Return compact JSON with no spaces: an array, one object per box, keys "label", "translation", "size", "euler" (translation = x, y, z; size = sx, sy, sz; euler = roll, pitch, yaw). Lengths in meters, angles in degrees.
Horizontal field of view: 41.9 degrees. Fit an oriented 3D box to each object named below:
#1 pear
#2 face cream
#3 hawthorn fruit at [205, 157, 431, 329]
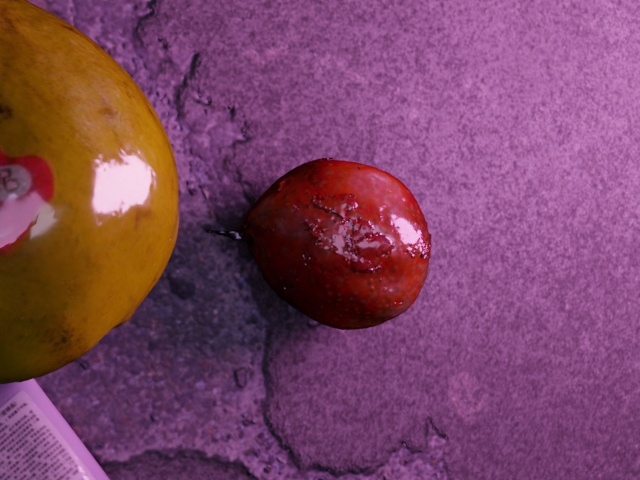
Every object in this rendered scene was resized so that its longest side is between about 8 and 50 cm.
[{"label":"pear","translation":[-0.275,-0.066,0.714],"size":[0.287,0.287,0.375],"euler":[-22,81,-20]},{"label":"face cream","translation":[-0.274,0.248,0.811],"size":[0.154,0.096,0.274],"euler":[-44,92,-13]},{"label":"hawthorn fruit","translation":[0.000,0.000,0.869],"size":[0.235,0.181,0.181],"euler":[8,87,-20]}]
